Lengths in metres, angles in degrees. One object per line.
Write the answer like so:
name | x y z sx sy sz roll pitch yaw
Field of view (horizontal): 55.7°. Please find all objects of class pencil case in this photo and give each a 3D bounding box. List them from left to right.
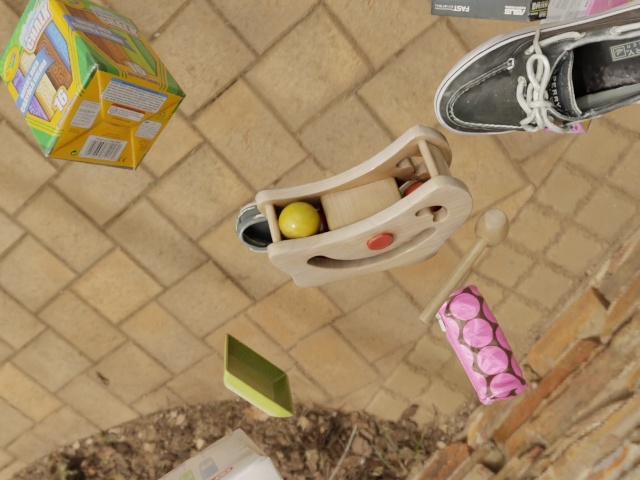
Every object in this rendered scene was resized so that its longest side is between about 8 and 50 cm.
pencil case | 0.283 0.191 1.092 0.098 0.209 0.095 -16 157 -28

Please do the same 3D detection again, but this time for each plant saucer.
plant saucer | -0.151 0.313 1.366 0.188 0.188 0.045 38 98 -16

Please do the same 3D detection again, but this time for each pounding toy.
pounding toy | 0.079 -0.007 0.623 0.269 0.155 0.154 -12 151 -6

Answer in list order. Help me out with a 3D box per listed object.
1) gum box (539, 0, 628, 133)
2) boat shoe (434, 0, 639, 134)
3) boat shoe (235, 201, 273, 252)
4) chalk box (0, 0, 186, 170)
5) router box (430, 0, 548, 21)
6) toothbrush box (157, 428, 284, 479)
gum box | 0.328 -0.246 0.774 0.107 0.062 0.188 33 80 -41
boat shoe | 0.250 -0.164 0.633 0.306 0.105 0.113 -5 121 36
boat shoe | 0.000 0.000 1.113 0.319 0.099 0.116 10 106 -3
chalk box | -0.394 -0.285 1.006 0.179 0.180 0.289 -47 65 23
router box | 0.171 -0.273 0.610 0.122 0.038 0.092 24 126 42
toothbrush box | -0.051 0.277 0.299 0.206 0.122 0.283 -29 87 -18
